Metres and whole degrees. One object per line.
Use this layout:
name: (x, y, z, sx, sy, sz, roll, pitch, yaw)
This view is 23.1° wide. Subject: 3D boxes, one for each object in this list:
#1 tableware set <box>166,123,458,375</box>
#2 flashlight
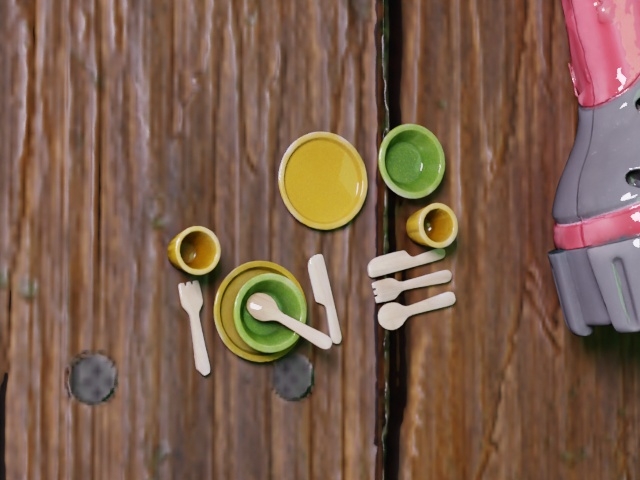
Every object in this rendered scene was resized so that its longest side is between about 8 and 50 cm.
tableware set: (0.000, 0.000, 0.754, 0.154, 0.024, 0.104, -13, 92, -25)
flashlight: (0.136, -0.108, 0.787, 0.103, 0.103, 0.304, -15, 92, 5)
